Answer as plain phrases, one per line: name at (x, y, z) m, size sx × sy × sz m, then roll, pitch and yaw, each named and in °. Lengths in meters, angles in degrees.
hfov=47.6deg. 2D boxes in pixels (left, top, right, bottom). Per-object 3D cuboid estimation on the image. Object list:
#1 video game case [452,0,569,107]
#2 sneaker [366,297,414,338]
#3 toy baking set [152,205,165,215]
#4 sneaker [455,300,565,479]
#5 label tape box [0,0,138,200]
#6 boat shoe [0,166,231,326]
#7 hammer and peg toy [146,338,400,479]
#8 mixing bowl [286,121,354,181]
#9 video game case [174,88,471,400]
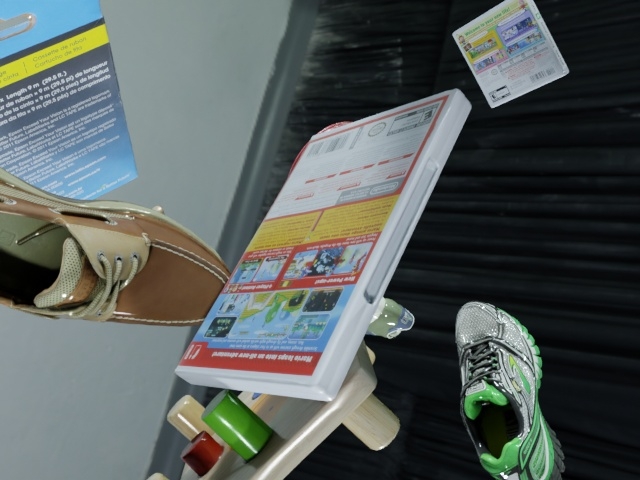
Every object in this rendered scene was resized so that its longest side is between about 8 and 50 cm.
video game case at (0.404, -0.406, 1.564) m, size 0.023 × 0.212 × 0.193 m, roll -35°, pitch 99°, yaw -32°
sneaker at (0.099, 0.146, 1.272) m, size 0.086 × 0.192 × 0.064 m, roll 26°, pitch 68°, yaw -8°
toy baking set at (-0.183, 0.043, 1.027) m, size 0.030 × 0.197 × 0.256 m, roll -28°, pitch 141°, yaw -21°
sneaker at (0.288, 0.232, 1.176) m, size 0.146 × 0.134 × 0.343 m, roll 38°, pitch 29°, yaw -38°
label tape box at (-0.360, -0.159, 0.835) m, size 0.241 × 0.106 × 0.333 m, roll -32°, pitch 152°, yaw -25°
boat shoe at (-0.224, 0.023, 0.634) m, size 0.324 × 0.120 × 0.122 m, roll 19°, pitch 104°, yaw -33°
hammer and peg toy at (-0.092, 0.214, 0.740) m, size 0.127 × 0.266 × 0.361 m, roll 44°, pitch 96°, yaw -9°
mixing bowl at (0.052, -0.050, 0.916) m, size 0.182 × 0.098 × 0.181 m, roll -21°, pitch 123°, yaw -36°
video game case at (0.000, 0.000, 0.626) m, size 0.025 × 0.204 × 0.285 m, roll 43°, pitch 61°, yaw -27°
